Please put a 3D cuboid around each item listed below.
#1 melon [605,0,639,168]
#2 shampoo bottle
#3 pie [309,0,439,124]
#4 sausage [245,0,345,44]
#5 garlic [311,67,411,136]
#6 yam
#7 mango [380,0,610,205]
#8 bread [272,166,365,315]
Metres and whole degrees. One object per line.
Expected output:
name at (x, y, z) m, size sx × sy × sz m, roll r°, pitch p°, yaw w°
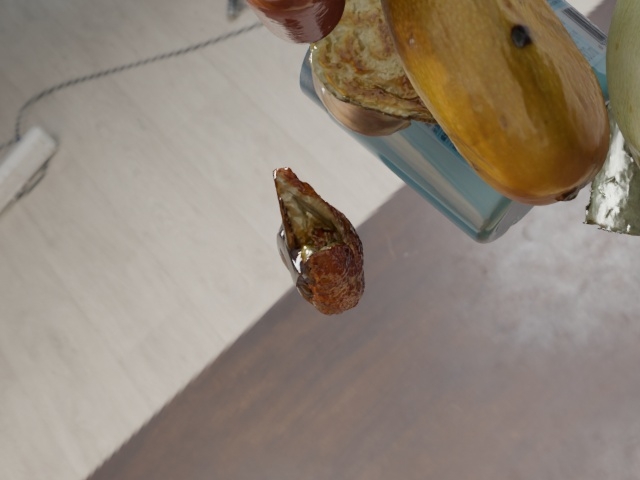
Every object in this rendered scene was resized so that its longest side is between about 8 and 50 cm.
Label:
melon at (0.319, -0.124, 0.586) m, size 0.330 × 0.268 × 0.268 m, roll -33°, pitch 54°, yaw 11°
shampoo bottle at (0.205, -0.219, 1.501) m, size 0.343 × 0.331 × 0.331 m, roll 42°, pitch 85°, yaw 12°
pie at (0.092, -0.202, 1.034) m, size 0.205 × 0.084 × 0.178 m, roll 11°, pitch 96°, yaw 12°
sausage at (-0.017, -0.161, 0.693) m, size 0.062 × 0.154 × 0.062 m, roll 0°, pitch 92°, yaw 5°
garlic at (0.043, -0.262, 1.229) m, size 0.253 × 0.245 × 0.245 m, roll 31°, pitch 76°, yaw -3°
yam at (0.413, -0.147, 1.264) m, size 0.168 × 0.168 × 0.304 m, roll 16°, pitch 94°, yaw 31°
mango at (0.107, -0.140, 0.761) m, size 0.109 × 0.157 × 0.262 m, roll -33°, pitch 83°, yaw 26°
bread at (0.004, 0.008, 1.206) m, size 0.095 × 0.269 × 0.139 m, roll -25°, pitch 77°, yaw -6°
